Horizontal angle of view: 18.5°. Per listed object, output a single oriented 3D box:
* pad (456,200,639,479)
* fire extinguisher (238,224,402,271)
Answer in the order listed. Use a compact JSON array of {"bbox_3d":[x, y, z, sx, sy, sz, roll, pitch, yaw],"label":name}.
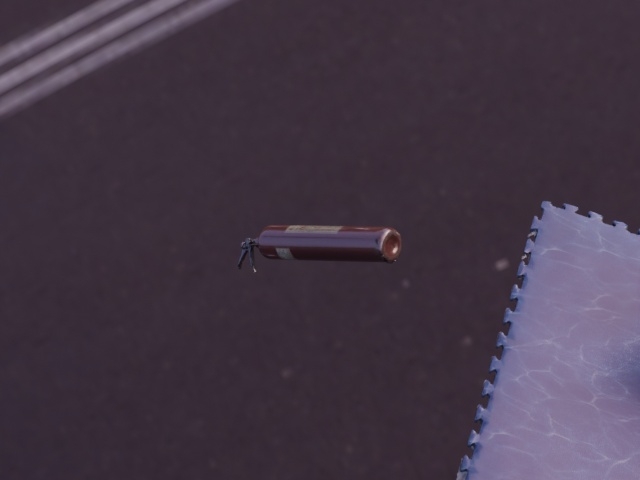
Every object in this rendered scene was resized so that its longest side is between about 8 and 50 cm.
[{"bbox_3d":[0.253,0.120,1.444,0.270,0.012,0.269,17,64,0],"label":"pad"},{"bbox_3d":[0.000,0.000,1.600,0.173,0.035,0.049,1,39,44],"label":"fire extinguisher"}]
